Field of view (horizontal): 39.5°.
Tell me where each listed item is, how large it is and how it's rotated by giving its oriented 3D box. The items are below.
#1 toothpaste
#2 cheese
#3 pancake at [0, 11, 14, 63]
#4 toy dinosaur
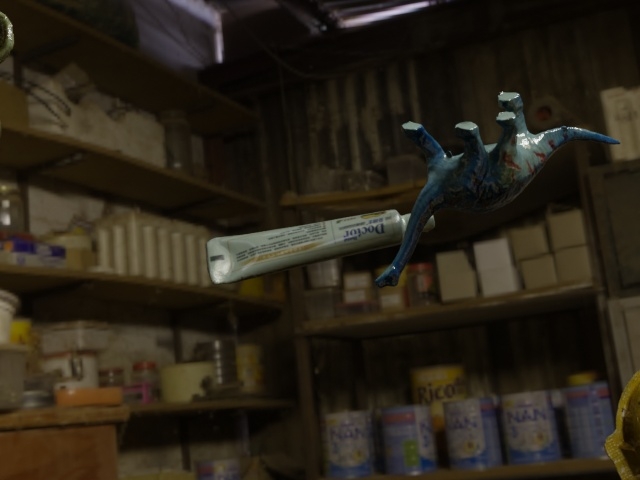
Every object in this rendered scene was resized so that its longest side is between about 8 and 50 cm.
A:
[{"bbox_3d":[0.000,0.000,0.986,0.255,0.067,0.037,-11,-40,-2],"label":"toothpaste"},{"bbox_3d":[0.455,0.197,1.021,0.270,0.177,0.069,-29,-4,-2],"label":"cheese"},{"bbox_3d":[-0.495,-0.294,1.322,0.108,0.108,0.017,-11,-21,23],"label":"pancake"},{"bbox_3d":[0.174,-0.084,0.939,0.329,0.144,0.076,-32,27,-13],"label":"toy dinosaur"}]
